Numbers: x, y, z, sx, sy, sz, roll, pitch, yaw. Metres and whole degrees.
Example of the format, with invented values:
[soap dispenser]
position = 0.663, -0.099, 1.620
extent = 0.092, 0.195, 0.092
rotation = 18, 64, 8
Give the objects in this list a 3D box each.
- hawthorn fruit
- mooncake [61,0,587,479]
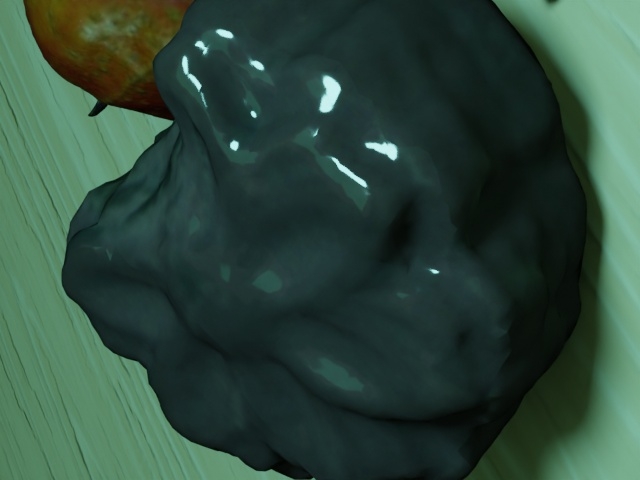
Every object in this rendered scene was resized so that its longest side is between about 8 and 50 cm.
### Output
[hawthorn fruit]
position = -0.136, -0.195, 1.194
extent = 0.300, 0.254, 0.254
rotation = -53, 52, 37
[mooncake]
position = 0.000, 0.000, 0.999
extent = 0.350, 0.212, 0.381
rotation = 36, 136, 11
